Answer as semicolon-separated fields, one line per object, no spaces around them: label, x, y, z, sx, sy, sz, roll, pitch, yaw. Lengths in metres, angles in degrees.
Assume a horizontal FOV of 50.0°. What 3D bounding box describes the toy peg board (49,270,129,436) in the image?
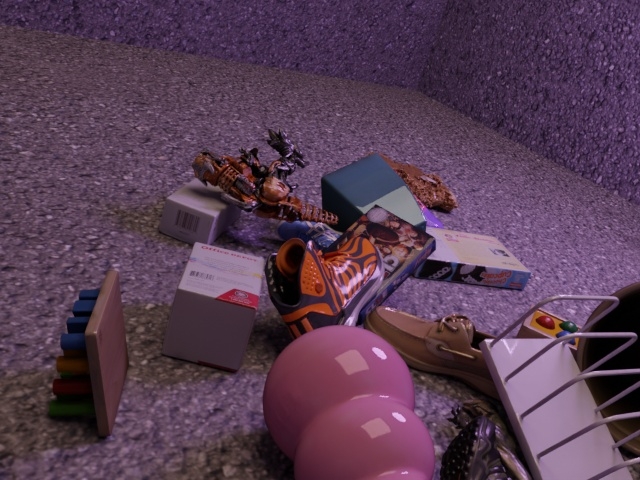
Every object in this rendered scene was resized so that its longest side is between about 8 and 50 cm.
toy peg board;-0.313;0.148;0.913;0.079;0.160;0.161;-2;26;-6

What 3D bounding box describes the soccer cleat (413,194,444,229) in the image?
soccer cleat;0.215;-0.112;1.905;0.318;0.116;0.109;34;28;32

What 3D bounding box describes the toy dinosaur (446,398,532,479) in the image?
toy dinosaur;0.261;0.318;1.062;0.118;0.064;0.268;17;26;-19

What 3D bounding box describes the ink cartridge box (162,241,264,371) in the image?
ink cartridge box;-0.172;0.104;1.130;0.128;0.127;0.176;15;24;-6

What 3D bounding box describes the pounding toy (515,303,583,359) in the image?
pounding toy;0.433;0.206;1.386;0.181;0.094;0.206;26;24;17

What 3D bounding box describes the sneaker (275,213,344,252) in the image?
sneaker;0.000;0.000;1.547;0.211;0.080;0.081;17;20;0

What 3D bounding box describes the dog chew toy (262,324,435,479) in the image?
dog chew toy;0.048;0.264;0.866;0.207;0.206;0.331;7;34;-25

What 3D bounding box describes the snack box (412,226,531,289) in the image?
snack box;0.350;0.039;1.739;0.322;0.060;0.187;8;27;-22

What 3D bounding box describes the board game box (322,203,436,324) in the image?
board game box;0.100;0.042;1.416;0.165;0.042;0.243;32;60;30

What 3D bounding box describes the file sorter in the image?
file sorter;0.417;0.244;1.070;0.193;0.173;0.277;4;53;-29

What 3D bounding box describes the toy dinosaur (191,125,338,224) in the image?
toy dinosaur;-0.121;-0.113;1.516;0.322;0.164;0.218;44;34;-20

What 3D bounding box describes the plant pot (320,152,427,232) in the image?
plant pot;0.136;-0.058;1.622;0.166;0.165;0.234;-26;50;-21

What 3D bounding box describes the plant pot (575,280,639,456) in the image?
plant pot;0.645;0.222;1.296;0.323;0.323;0.280;25;8;16

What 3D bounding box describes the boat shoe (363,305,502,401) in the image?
boat shoe;0.249;0.187;1.274;0.341;0.110;0.121;22;23;8

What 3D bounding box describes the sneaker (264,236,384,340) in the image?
sneaker;0.011;0.048;1.234;0.180;0.125;0.321;57;31;-21

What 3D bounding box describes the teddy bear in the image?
teddy bear;0.268;-0.164;2.103;0.338;0.113;0.245;7;32;-42

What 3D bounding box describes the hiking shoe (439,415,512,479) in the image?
hiking shoe;0.229;0.349;0.939;0.114;0.086;0.226;32;40;-8

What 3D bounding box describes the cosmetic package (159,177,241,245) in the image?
cosmetic package;-0.254;-0.073;1.523;0.117;0.085;0.231;22;22;5
